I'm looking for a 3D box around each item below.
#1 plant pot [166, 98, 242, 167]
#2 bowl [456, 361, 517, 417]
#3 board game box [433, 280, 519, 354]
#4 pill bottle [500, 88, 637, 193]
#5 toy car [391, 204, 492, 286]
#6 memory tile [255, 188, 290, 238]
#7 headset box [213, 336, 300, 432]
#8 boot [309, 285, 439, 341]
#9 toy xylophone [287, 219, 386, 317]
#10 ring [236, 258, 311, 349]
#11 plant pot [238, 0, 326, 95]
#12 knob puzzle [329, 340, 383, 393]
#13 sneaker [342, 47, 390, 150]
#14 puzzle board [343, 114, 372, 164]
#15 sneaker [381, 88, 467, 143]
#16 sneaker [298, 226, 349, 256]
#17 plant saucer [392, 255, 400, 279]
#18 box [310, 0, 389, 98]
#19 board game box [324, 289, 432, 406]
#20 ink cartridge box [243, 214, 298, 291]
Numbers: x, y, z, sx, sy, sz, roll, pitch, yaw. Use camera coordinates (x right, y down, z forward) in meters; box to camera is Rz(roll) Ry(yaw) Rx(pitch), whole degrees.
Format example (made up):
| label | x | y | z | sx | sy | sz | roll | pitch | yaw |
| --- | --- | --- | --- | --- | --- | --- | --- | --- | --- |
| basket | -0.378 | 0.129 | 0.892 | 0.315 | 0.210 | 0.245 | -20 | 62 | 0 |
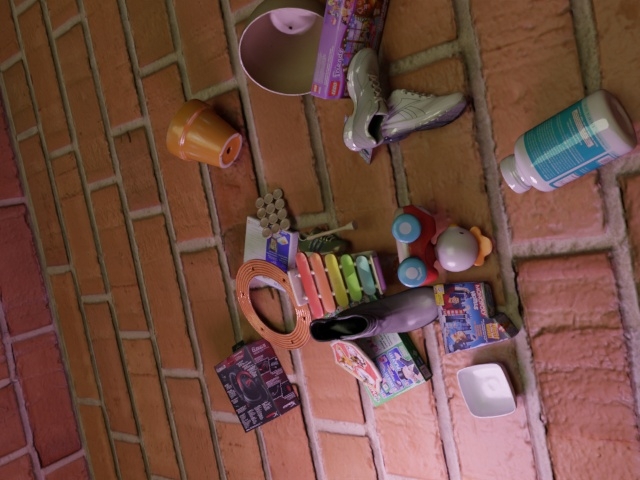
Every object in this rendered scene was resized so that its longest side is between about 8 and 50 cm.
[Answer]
| label | x | y | z | sx | sy | sz | roll | pitch | yaw |
| --- | --- | --- | --- | --- | --- | --- | --- | --- | --- |
| plant pot | -0.370 | -0.336 | 2.041 | 0.188 | 0.205 | 0.205 | 28 | 118 | 15 |
| bowl | 0.442 | 0.387 | 1.620 | 0.142 | 0.053 | 0.142 | -22 | 86 | 40 |
| board game box | 0.405 | 0.198 | 1.601 | 0.194 | 0.060 | 0.194 | -7 | 96 | 39 |
| pill bottle | 0.530 | -0.202 | 1.348 | 0.264 | 0.146 | 0.146 | -31 | 80 | 39 |
| toy car | 0.313 | 0.004 | 1.578 | 0.237 | 0.219 | 0.210 | -8 | 94 | 10 |
| memory tile | -0.154 | -0.086 | 1.990 | 0.113 | 0.012 | 0.148 | -25 | 67 | 26 |
| headset box | -0.232 | 0.492 | 2.161 | 0.218 | 0.110 | 0.293 | -38 | 76 | 38 |
| boot | 0.156 | 0.213 | 1.658 | 0.338 | 0.222 | 0.118 | -22 | 81 | 19 |
| toy xylophone | 0.044 | 0.082 | 1.782 | 0.322 | 0.081 | 0.236 | -23 | 91 | 37 |
| ring | -0.153 | 0.210 | 2.043 | 0.336 | 0.032 | 0.337 | 22 | 127 | 32 |
| plant pot | -0.079 | -0.576 | 1.714 | 0.284 | 0.284 | 0.191 | -35 | 42 | 39 |
| knob puzzle | 0.096 | 0.355 | 1.788 | 0.213 | 0.030 | 0.213 | 36 | 152 | 23 |
| sneaker | 0.136 | -0.361 | 1.585 | 0.121 | 0.099 | 0.263 | 12 | 102 | 50 |
| puzzle board | 0.102 | -0.281 | 1.732 | 0.128 | 0.011 | 0.096 | 53 | 169 | 16 |
| sneaker | 0.235 | -0.337 | 1.590 | 0.297 | 0.111 | 0.129 | -10 | 89 | 40 |
| sneaker | 0.000 | 0.000 | 1.884 | 0.192 | 0.064 | 0.086 | -9 | 99 | 43 |
| plant saucer | 0.242 | 0.077 | 1.738 | 0.083 | 0.013 | 0.084 | 10 | 106 | 38 |
| box | 0.081 | -0.518 | 1.609 | 0.057 | 0.201 | 0.293 | 26 | 116 | 33 |
| board game box | 0.165 | 0.310 | 1.834 | 0.213 | 0.046 | 0.317 | -39 | 75 | 39 |
| ink cartridge box | -0.169 | 0.040 | 2.046 | 0.206 | 0.045 | 0.208 | 21 | 112 | 34 |
